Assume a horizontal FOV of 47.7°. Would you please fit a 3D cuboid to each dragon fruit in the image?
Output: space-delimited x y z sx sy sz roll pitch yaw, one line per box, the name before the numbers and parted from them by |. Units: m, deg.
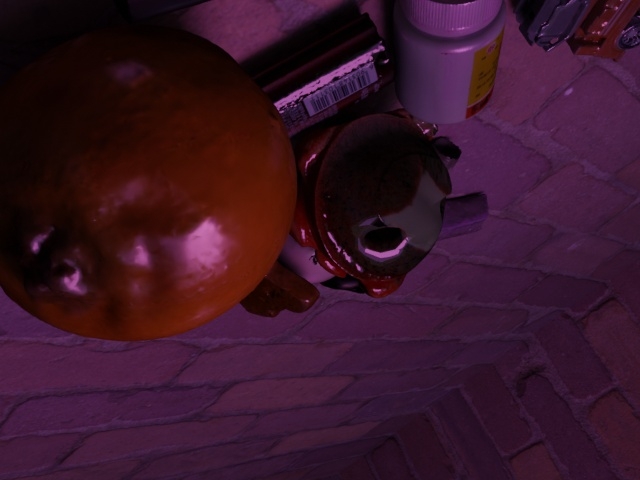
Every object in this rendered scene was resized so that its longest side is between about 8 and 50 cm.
dragon fruit | 0.080 -0.058 1.023 0.130 0.269 0.295 0 166 43

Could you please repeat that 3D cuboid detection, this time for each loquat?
loquat | -0.186 -0.055 0.744 0.328 0.329 0.328 -23 153 -12

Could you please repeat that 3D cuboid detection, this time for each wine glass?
wine glass | 0.181 -0.099 1.313 0.066 0.066 0.198 -9 147 -35

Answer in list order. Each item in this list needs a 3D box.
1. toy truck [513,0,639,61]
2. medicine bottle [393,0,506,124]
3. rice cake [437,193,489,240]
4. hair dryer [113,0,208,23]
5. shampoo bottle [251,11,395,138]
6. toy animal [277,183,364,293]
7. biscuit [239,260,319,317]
toy truck | 0.395 -0.394 0.935 0.184 0.133 0.338 -6 149 -19
medicine bottle | 0.162 -0.262 0.923 0.139 0.139 0.225 -26 153 -6
rice cake | 0.178 -0.022 1.434 0.398 0.070 0.064 -13 153 -28
hair dryer | -0.085 -0.348 0.595 0.244 0.116 0.303 -24 146 -15
shampoo bottle | -0.063 -0.169 0.932 0.322 0.084 0.129 -29 164 2
toy animal | 0.001 -0.007 1.165 0.187 0.165 0.235 -19 159 38
biscuit | -0.142 0.018 1.070 0.043 0.278 0.301 -60 142 -25
